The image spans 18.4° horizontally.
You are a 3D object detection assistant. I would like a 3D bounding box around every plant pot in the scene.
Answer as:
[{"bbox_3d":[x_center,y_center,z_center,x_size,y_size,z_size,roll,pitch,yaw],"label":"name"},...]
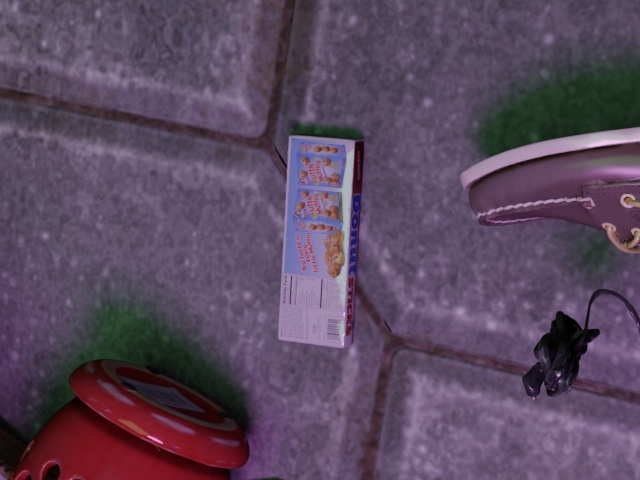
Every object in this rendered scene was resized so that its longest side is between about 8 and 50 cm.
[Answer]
[{"bbox_3d":[-0.162,0.209,1.690,0.191,0.191,0.174,30,97,21],"label":"plant pot"}]

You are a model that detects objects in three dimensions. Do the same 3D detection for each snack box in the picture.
[{"bbox_3d":[0.000,0.000,1.691,0.064,0.022,0.178,6,97,26],"label":"snack box"}]

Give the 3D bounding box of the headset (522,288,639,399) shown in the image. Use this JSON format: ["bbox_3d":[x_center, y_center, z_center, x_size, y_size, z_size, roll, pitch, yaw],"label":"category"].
[{"bbox_3d":[0.343,0.153,1.446,0.394,0.185,0.243,27,105,10],"label":"headset"}]

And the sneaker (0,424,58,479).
[{"bbox_3d":[-0.374,0.216,1.846,0.282,0.099,0.153,37,106,16],"label":"sneaker"}]

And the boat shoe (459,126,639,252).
[{"bbox_3d":[0.265,-0.043,1.511,0.324,0.116,0.097,-10,86,20],"label":"boat shoe"}]
